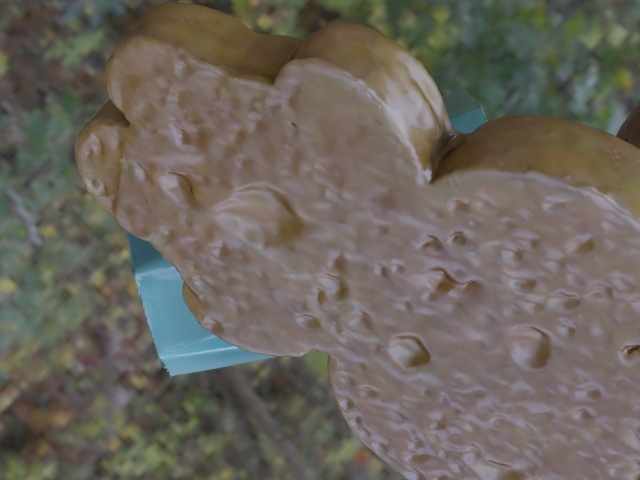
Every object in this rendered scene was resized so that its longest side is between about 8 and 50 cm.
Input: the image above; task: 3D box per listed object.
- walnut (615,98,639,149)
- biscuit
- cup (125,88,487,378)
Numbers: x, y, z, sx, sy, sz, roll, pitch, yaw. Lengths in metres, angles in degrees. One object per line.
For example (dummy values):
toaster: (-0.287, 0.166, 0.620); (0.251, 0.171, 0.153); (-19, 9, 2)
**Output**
walnut: (0.247, 0.007, 0.981); (0.228, 0.228, 0.228); (-45, 166, -14)
biscuit: (0.041, 0.013, 0.725); (0.044, 0.288, 0.202); (-53, 170, -40)
cup: (0.000, 0.000, 1.204); (0.235, 0.134, 0.148); (-14, -170, 1)
